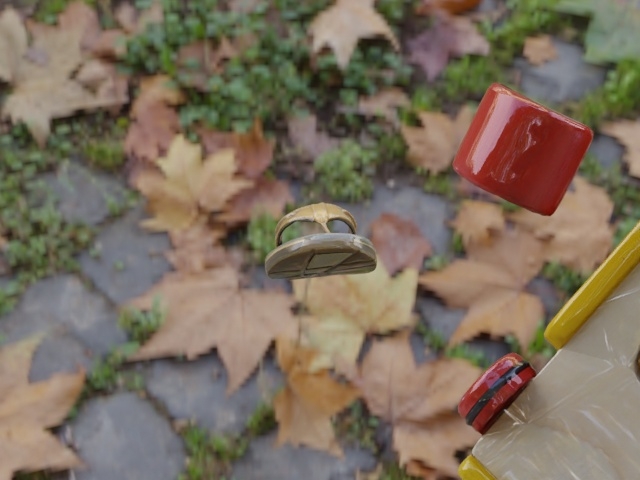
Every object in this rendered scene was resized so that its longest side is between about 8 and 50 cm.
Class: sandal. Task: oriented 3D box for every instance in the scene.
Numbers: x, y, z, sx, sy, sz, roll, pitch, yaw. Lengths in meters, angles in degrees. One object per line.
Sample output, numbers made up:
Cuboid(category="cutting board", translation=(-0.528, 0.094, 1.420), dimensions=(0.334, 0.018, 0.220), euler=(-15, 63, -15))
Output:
Cuboid(category="sandal", translation=(0.000, 0.000, 1.171), dimensions=(0.072, 0.180, 0.049), euler=(-4, 88, 1))

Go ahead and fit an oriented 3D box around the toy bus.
Cuboid(category="toy bus", translation=(0.128, 0.043, 0.567), dimensions=(0.202, 0.104, 0.191), euler=(-2, 89, 23))
